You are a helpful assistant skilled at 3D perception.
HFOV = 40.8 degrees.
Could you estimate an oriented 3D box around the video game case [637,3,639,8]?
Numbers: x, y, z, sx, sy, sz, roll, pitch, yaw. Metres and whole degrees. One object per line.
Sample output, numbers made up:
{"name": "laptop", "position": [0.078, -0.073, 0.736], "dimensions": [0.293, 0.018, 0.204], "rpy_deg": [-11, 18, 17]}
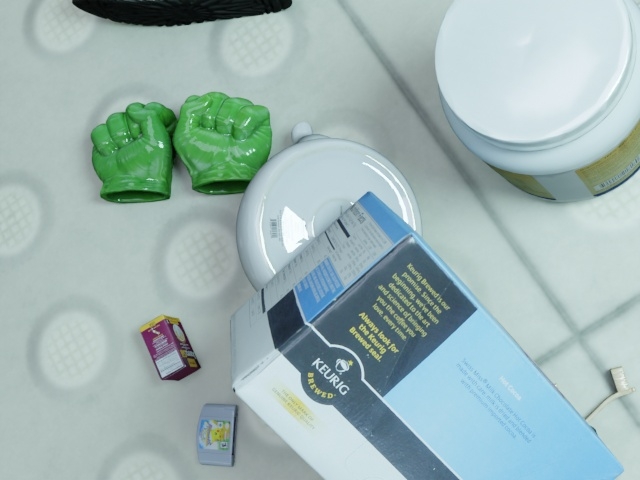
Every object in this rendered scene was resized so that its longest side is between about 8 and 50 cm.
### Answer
{"name": "video game case", "position": [0.443, -0.216, 1.111], "dimensions": [0.173, 0.022, 0.190], "rpy_deg": [-35, 72, 7]}

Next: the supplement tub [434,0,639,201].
{"name": "supplement tub", "position": [0.266, -0.174, 0.985], "dimensions": [0.228, 0.316, 0.228], "rpy_deg": [-3, 83, 23]}

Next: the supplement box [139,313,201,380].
{"name": "supplement box", "position": [-0.212, 0.151, 1.210], "dimensions": [0.043, 0.055, 0.083], "rpy_deg": [-30, 73, 8]}

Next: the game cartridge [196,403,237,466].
{"name": "game cartridge", "position": [-0.144, 0.268, 1.189], "dimensions": [0.056, 0.017, 0.083], "rpy_deg": [-2, 78, 20]}

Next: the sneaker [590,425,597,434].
{"name": "sneaker", "position": [0.257, 0.317, 1.028], "dimensions": [0.106, 0.078, 0.234], "rpy_deg": [47, 104, 12]}

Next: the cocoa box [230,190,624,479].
{"name": "cocoa box", "position": [0.100, 0.157, 0.924], "dimensions": [0.228, 0.231, 0.347], "rpy_deg": [-42, 105, 4]}

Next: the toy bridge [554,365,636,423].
{"name": "toy bridge", "position": [0.296, 0.209, 1.067], "dimensions": [0.188, 0.026, 0.063], "rpy_deg": [-17, 77, 12]}

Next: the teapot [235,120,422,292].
{"name": "teapot", "position": [0.000, 0.000, 1.118], "dimensions": [0.252, 0.187, 0.256], "rpy_deg": [44, 73, -6]}

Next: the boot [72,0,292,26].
{"name": "boot", "position": [-0.201, -0.466, 1.287], "dimensions": [0.347, 0.131, 0.260], "rpy_deg": [-3, 85, 5]}

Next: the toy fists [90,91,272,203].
{"name": "toy fists", "position": [-0.205, -0.140, 1.247], "dimensions": [0.279, 0.096, 0.142], "rpy_deg": [-5, 77, 17]}
